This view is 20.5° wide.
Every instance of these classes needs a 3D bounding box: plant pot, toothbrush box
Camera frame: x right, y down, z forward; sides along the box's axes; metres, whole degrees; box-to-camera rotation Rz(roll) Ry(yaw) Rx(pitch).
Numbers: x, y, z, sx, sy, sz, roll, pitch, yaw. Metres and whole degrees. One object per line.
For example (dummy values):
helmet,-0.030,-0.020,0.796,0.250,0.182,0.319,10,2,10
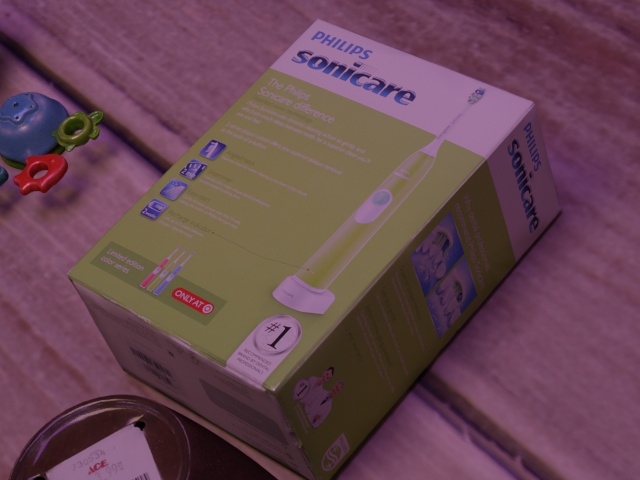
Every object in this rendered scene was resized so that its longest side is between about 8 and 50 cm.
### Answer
plant pot,-0.088,0.198,1.035,0.215,0.230,0.215,-10,48,11
toothbrush box,0.000,0.000,1.250,0.206,0.122,0.283,25,63,35

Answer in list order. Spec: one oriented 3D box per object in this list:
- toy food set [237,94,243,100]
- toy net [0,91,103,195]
toy food set,-0.017,-0.118,1.431,0.122,0.019,0.078,-25,46,8
toy net,-0.277,-0.031,1.434,0.122,0.045,0.232,29,66,34
